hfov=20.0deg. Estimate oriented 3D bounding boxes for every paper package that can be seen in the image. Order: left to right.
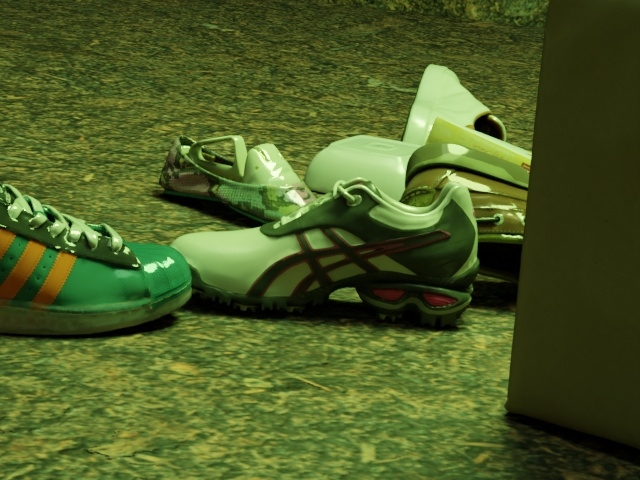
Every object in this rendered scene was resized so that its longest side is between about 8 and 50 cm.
[{"bbox_3d":[0.302,-0.006,1.255,0.309,0.325,0.168,15,16,38],"label":"paper package"}]

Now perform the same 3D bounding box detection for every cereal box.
[{"bbox_3d":[0.238,-0.053,1.831,0.173,0.047,0.240,28,7,42],"label":"cereal box"}]

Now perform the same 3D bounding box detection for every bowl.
[{"bbox_3d":[0.066,-0.082,2.044,0.142,0.053,0.142,12,14,24],"label":"bowl"}]

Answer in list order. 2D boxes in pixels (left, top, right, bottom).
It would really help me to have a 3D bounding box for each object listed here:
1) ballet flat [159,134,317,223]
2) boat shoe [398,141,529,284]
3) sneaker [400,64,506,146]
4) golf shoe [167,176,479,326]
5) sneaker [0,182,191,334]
[{"bbox_3d":[-0.081,-0.067,1.869,0.221,0.079,0.077,17,17,39],"label":"ballet flat"},{"bbox_3d":[0.216,0.010,1.648,0.307,0.111,0.104,13,57,-3],"label":"boat shoe"},{"bbox_3d":[0.165,-0.135,2.231,0.123,0.106,0.290,15,22,2],"label":"sneaker"},{"bbox_3d":[0.000,0.000,1.551,0.272,0.120,0.105,3,16,-4],"label":"golf shoe"},{"bbox_3d":[-0.244,0.004,1.433,0.302,0.121,0.108,0,15,-20],"label":"sneaker"}]
